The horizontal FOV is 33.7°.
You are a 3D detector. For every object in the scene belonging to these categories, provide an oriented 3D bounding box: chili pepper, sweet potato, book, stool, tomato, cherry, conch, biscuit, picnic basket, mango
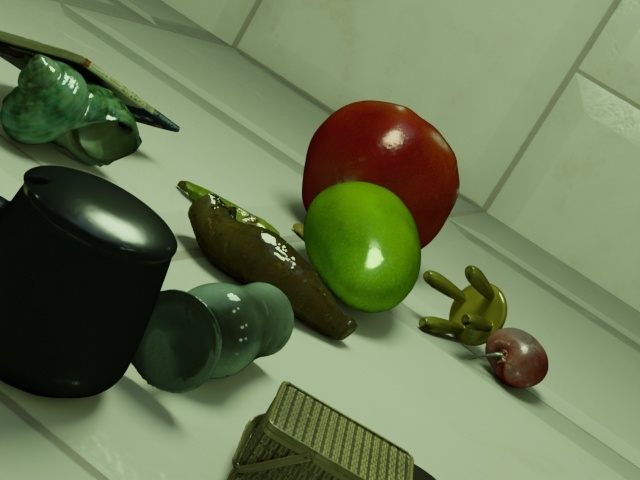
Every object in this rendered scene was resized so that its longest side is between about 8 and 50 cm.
[{"bbox_3d":[-0.144,-0.045,1.652,0.208,0.043,0.049,33,27,12],"label":"chili pepper"},{"bbox_3d":[-0.066,0.034,1.447,0.285,0.085,0.112,34,10,9],"label":"sweet potato"},{"bbox_3d":[-0.376,-0.245,1.629,0.228,0.018,0.322,19,-6,21],"label":"book"},{"bbox_3d":[0.233,0.107,1.736,0.110,0.134,0.135,29,17,-47],"label":"stool"},{"bbox_3d":[0.097,-0.100,1.921,0.298,0.299,0.226,32,43,5],"label":"tomato"},{"bbox_3d":[0.318,0.188,1.705,0.106,0.087,0.126,48,22,21],"label":"cherry"},{"bbox_3d":[-0.358,-0.182,1.489,0.175,0.122,0.188,6,-8,20],"label":"conch"},{"bbox_3d":[0.000,0.000,1.842,0.083,0.018,0.081,17,19,-46],"label":"biscuit"},{"bbox_3d":[0.003,0.213,0.975,0.164,0.079,0.115,31,14,-1],"label":"picnic basket"},{"bbox_3d":[0.065,0.012,1.654,0.192,0.156,0.343,21,20,-7],"label":"mango"}]

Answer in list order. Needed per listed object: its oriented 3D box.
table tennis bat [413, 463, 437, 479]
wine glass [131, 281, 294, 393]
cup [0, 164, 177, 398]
[{"bbox_3d":[0.143,0.234,1.119,0.170,0.119,0.107,29,14,0],"label":"table tennis bat"},{"bbox_3d":[-0.106,0.095,1.121,0.103,0.103,0.231,35,10,15],"label":"wine glass"},{"bbox_3d":[-0.246,0.023,0.928,0.223,0.177,0.169,29,17,-10],"label":"cup"}]
